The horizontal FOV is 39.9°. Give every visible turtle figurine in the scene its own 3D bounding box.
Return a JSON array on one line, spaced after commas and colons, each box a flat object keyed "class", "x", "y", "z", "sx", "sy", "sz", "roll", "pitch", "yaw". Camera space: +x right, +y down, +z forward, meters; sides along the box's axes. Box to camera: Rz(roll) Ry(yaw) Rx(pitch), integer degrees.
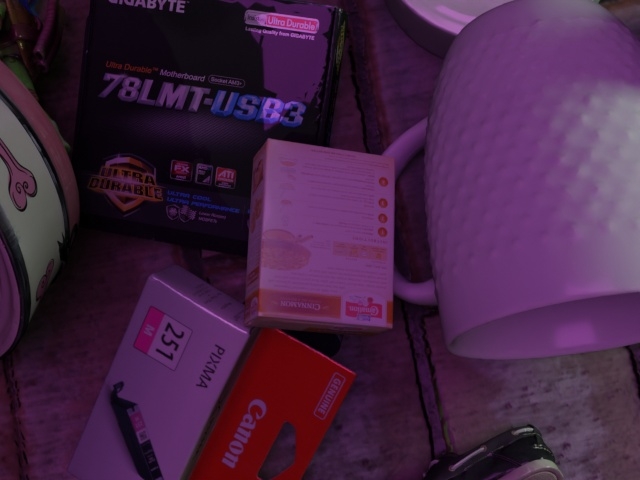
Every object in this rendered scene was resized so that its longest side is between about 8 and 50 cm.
[{"class": "turtle figurine", "x": -0.417, "y": -0.185, "z": 1.040, "sx": 0.197, "sy": 0.274, "sz": 0.266, "roll": -31, "pitch": 83, "yaw": 36}]

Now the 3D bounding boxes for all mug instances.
[{"class": "mug", "x": 0.202, "y": -0.054, "z": 0.930, "sx": 0.374, "sy": 0.276, "sz": 0.328, "roll": -19, "pitch": 67, "yaw": 34}]

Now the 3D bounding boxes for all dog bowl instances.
[{"class": "dog bowl", "x": -0.440, "y": -0.064, "z": 0.947, "sx": 0.407, "sy": 0.408, "sz": 0.150, "roll": 26, "pitch": 45, "yaw": 9}]

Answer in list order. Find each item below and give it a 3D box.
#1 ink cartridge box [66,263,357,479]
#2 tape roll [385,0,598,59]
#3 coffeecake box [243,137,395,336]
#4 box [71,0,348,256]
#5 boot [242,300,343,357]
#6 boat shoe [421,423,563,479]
[{"class": "ink cartridge box", "x": -0.126, "y": 0.202, "z": 0.971, "sx": 0.238, "sy": 0.060, "sz": 0.275, "roll": 30, "pitch": 109, "yaw": 10}, {"class": "tape roll", "x": 0.205, "y": -0.352, "z": 1.035, "sx": 0.286, "sy": 0.100, "sz": 0.286, "roll": -1, "pitch": 82, "yaw": 7}, {"class": "coffeecake box", "x": 0.000, "y": 0.000, "z": 0.920, "sx": 0.142, "sy": 0.068, "sz": 0.186, "roll": 7, "pitch": 74, "yaw": -16}, {"class": "box", "x": -0.133, "y": -0.140, "z": 1.022, "sx": 0.295, "sy": 0.073, "sz": 0.293, "roll": 11, "pitch": 102, "yaw": 8}, {"class": "boot", "x": -0.063, "y": 0.090, "z": 1.029, "sx": 0.219, "sy": 0.082, "sz": 0.106, "roll": -7, "pitch": 38, "yaw": 25}, {"class": "boat shoe", "x": 0.148, "y": 0.279, "z": 0.978, "sx": 0.233, "sy": 0.084, "sz": 0.079, "roll": -27, "pitch": 42, "yaw": 9}]
